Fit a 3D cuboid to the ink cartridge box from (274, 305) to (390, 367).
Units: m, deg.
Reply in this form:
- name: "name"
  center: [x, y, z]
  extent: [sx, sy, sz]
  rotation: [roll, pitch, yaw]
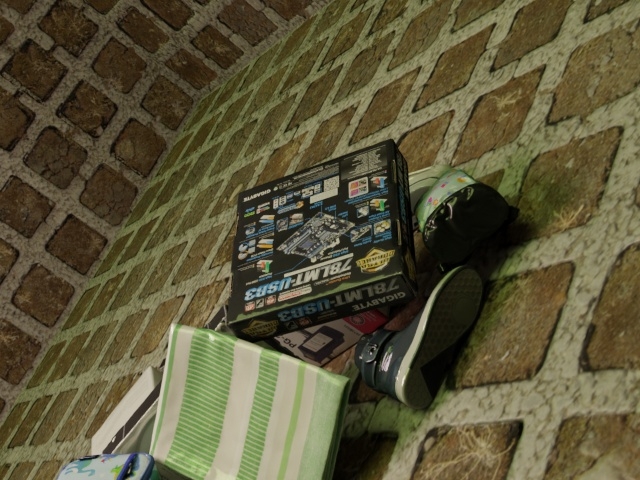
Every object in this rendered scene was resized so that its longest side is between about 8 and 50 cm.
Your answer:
- name: "ink cartridge box"
  center: [-0.020, 0.120, 1.680]
  extent: [0.237, 0.172, 0.100]
  rotation: [-39, 26, 34]

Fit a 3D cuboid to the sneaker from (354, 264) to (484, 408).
- name: "sneaker"
  center: [0.140, 0.131, 1.442]
  extent: [0.226, 0.086, 0.163]
  rotation: [-59, 24, -13]

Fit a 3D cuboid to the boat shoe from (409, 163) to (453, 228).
- name: "boat shoe"
  center: [0.136, -0.066, 1.766]
  extent: [0.267, 0.096, 0.088]
  rotation: [-31, 25, 43]

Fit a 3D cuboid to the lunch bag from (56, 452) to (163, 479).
- name: "lunch bag"
  center: [-0.340, 0.422, 1.473]
  extent: [0.176, 0.090, 0.219]
  rotation: [-7, 30, 21]

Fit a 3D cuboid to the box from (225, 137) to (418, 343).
- name: "box"
  center: [0.000, 0.000, 1.527]
  extent: [0.295, 0.073, 0.293]
  rotation: [-19, 45, 18]

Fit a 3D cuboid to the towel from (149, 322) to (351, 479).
- name: "towel"
  center: [-0.117, 0.276, 1.454]
  extent: [0.324, 0.038, 0.248]
  rotation: [16, 100, 32]

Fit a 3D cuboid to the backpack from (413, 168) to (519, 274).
- name: "backpack"
  center: [0.214, -0.042, 1.492]
  extent: [0.152, 0.115, 0.182]
  rotation: [-37, 7, 8]

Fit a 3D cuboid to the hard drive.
- name: "hard drive"
  center: [-0.172, 0.305, 1.613]
  extent: [0.339, 0.237, 0.064]
  rotation: [-50, 18, 6]

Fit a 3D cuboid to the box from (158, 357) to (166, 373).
- name: "box"
  center: [-0.364, 0.335, 2.277]
  extent: [0.116, 0.029, 0.162]
  rotation: [-31, 28, 45]

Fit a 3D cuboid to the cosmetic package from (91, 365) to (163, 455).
- name: "cosmetic package"
  center: [-0.322, 0.429, 1.857]
  extent: [0.217, 0.156, 0.385]
  rotation: [-50, 22, 7]
